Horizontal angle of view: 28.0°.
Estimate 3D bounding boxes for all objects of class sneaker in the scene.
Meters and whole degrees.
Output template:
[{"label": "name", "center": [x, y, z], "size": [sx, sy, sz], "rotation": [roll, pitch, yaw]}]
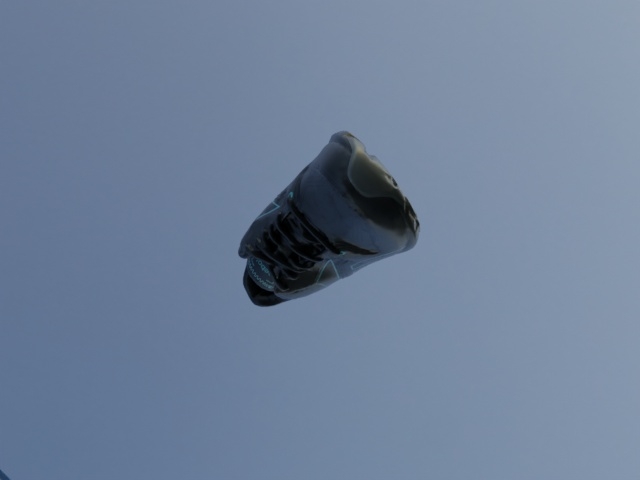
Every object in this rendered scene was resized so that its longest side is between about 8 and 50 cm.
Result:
[{"label": "sneaker", "center": [0.000, 0.000, 0.986], "size": [0.106, 0.267, 0.101], "rotation": [-37, -96, -14]}]

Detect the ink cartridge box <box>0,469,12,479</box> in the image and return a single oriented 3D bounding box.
[{"label": "ink cartridge box", "center": [-0.212, 0.254, 0.530], "size": [0.307, 0.129, 0.223], "rotation": [-33, -54, 2]}]
